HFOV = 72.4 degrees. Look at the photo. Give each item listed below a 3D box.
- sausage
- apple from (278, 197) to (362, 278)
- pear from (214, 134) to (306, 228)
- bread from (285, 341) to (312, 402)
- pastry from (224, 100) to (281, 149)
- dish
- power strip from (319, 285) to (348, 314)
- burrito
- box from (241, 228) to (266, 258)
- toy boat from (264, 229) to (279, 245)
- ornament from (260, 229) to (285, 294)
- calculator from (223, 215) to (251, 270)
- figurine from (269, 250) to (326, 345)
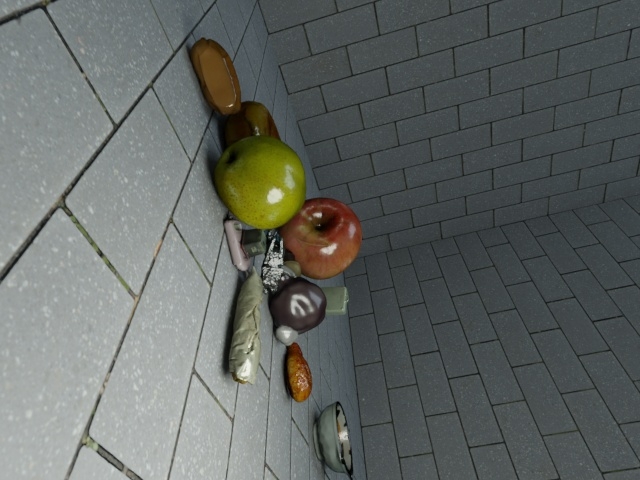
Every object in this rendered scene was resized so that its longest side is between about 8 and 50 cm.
[{"bbox_3d":[-0.325,-0.514,1.381,0.136,0.120,0.241,-120,-169,-63],"label":"sausage"},{"bbox_3d":[0.000,0.000,1.922,0.364,0.364,0.363,-13,90,-82],"label":"apple"},{"bbox_3d":[-0.177,-0.177,1.320,0.294,0.294,0.294,-13,90,-82],"label":"pear"},{"bbox_3d":[-0.078,0.470,1.583,0.269,0.095,0.139,-92,174,-72],"label":"bread"},{"bbox_3d":[-0.232,-0.331,1.587,0.356,0.164,0.355,-14,90,-78],"label":"pastry"},{"bbox_3d":[0.045,0.808,1.774,0.303,0.120,0.303,-13,90,-82],"label":"dish"},{"bbox_3d":[-0.012,0.251,1.812,0.046,0.271,0.118,68,24,-52],"label":"power strip"},{"bbox_3d":[-0.195,0.231,1.195,0.392,0.076,0.117,-95,-179,-54],"label":"burrito"},{"bbox_3d":[-0.202,0.004,1.342,0.084,0.063,0.060,-96,169,-51],"label":"box"},{"bbox_3d":[-0.188,-0.004,1.704,0.137,0.061,0.060,64,15,-54],"label":"toy boat"},{"bbox_3d":[-0.177,0.058,1.470,0.236,0.080,0.202,-139,-122,-67],"label":"ornament"},{"bbox_3d":[-0.253,0.009,1.332,0.100,0.032,0.174,-13,89,-82],"label":"calculator"},{"bbox_3d":[-0.120,0.187,1.635,0.365,0.206,0.218,50,-38,47],"label":"figurine"}]
